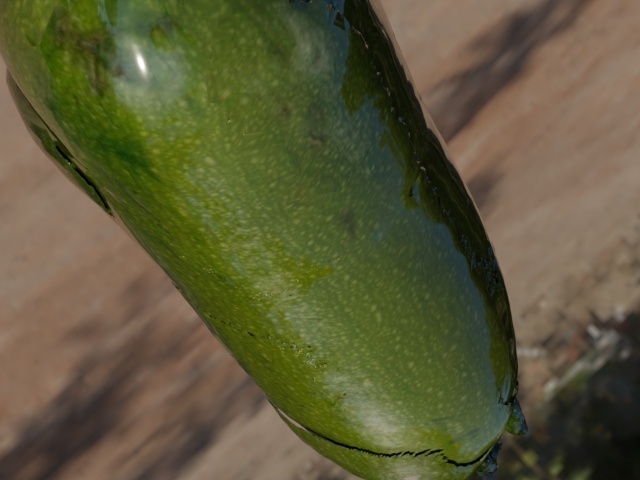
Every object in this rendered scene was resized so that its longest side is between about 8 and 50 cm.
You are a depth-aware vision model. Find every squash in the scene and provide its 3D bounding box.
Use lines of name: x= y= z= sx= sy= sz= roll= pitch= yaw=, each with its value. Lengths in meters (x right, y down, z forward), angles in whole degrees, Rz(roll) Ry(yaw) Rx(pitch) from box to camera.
squash: x=0.001 y=-0.001 z=0.483 sx=0.087 sy=0.087 sz=0.331 roll=-42 pitch=148 yaw=-5
